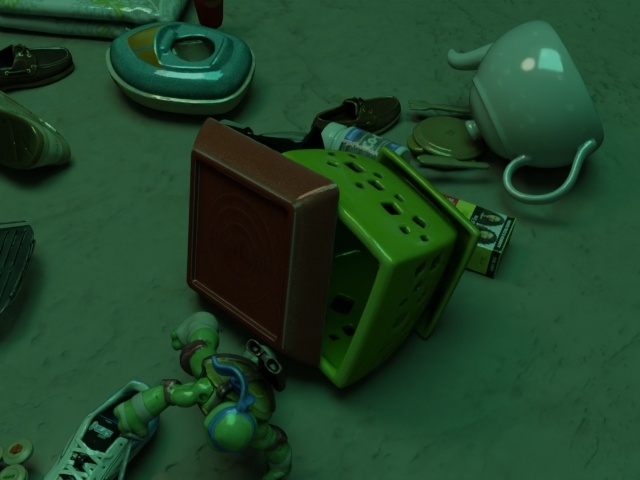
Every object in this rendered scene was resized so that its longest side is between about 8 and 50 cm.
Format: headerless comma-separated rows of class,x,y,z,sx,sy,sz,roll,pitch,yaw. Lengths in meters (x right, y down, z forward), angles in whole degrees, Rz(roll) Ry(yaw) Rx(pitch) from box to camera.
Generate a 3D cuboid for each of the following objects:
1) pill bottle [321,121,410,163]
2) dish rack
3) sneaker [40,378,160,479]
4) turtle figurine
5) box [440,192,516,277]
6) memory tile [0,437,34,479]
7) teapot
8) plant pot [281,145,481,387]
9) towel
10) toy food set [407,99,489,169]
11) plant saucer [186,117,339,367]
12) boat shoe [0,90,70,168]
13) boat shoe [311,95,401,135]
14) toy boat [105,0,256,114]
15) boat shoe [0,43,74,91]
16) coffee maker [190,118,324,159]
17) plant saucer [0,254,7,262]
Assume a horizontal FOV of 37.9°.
pill bottle,0.067,-0.136,1.487,0.137,0.078,0.078,25,49,23
dish rack,-0.537,0.040,1.285,0.271,0.074,0.208,-6,46,9
sneaker,-0.271,0.257,1.080,0.085,0.086,0.237,21,49,17
turtle figurine,-0.132,0.215,1.071,0.197,0.275,0.266,-1,19,-3
box,0.165,-0.027,1.383,0.232,0.058,0.087,20,48,15
memory tile,-0.407,0.284,1.076,0.147,0.012,0.113,-11,43,8
teapot,0.322,-0.209,1.483,0.187,0.253,0.256,-27,13,11
plant pot,0.062,0.017,1.213,0.207,0.227,0.228,-16,50,-38
towel,-0.440,-0.520,1.872,0.374,0.090,0.321,6,48,5
toy food set,0.208,-0.164,1.554,0.132,0.039,0.192,6,39,-5
plant saucer,-0.091,0.005,1.187,0.047,0.259,0.258,-18,35,-40
boat shoe,-0.541,-0.196,1.540,0.302,0.109,0.098,27,11,25
boat shoe,0.063,-0.210,1.574,0.178,0.060,0.064,-24,49,-23
toy boat,-0.235,-0.365,1.650,0.267,0.148,0.318,8,52,7
boat shoe,-0.546,-0.314,1.668,0.206,0.073,0.073,-21,47,-22
coffee maker,-0.103,-0.112,1.415,0.178,0.120,0.171,8,23,22
plant saucer,-0.493,0.037,1.351,0.083,0.015,0.083,0,45,0
